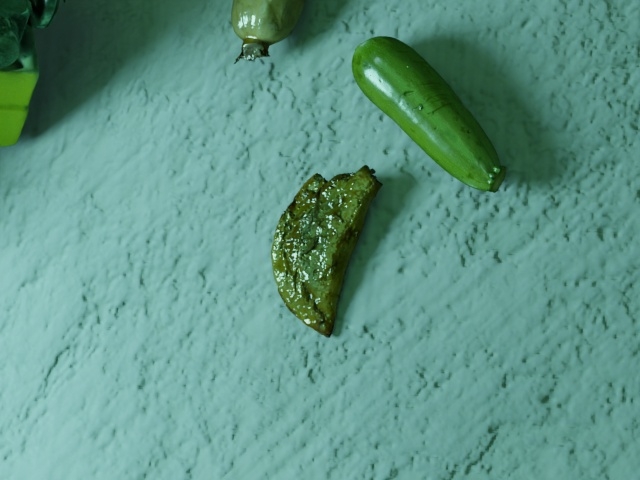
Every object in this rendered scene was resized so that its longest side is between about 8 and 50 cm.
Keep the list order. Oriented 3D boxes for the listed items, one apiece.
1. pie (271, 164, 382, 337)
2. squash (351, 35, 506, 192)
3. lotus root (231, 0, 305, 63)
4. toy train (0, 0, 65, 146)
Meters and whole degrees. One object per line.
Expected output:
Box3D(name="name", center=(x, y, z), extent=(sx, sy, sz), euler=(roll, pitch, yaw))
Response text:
Box3D(name="pie", center=(0.000, 0.000, 1.428), extent=(0.092, 0.034, 0.170), euler=(22, 90, 15))
Box3D(name="squash", center=(0.104, -0.122, 1.410), extent=(0.066, 0.066, 0.201), euler=(-43, 72, 2))
Box3D(name="lotus root", center=(-0.051, -0.244, 1.475), extent=(0.073, 0.062, 0.150), euler=(11, 81, 23))
Box3D(name="toy train", center=(-0.362, -0.303, 1.490), extent=(0.150, 0.237, 0.369), euler=(1, 60, -26))
